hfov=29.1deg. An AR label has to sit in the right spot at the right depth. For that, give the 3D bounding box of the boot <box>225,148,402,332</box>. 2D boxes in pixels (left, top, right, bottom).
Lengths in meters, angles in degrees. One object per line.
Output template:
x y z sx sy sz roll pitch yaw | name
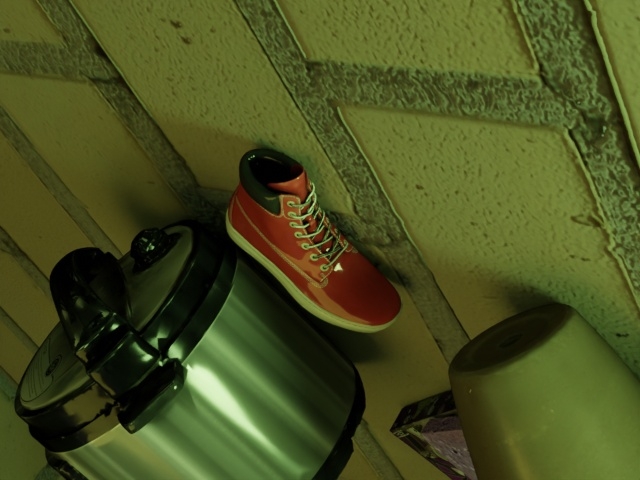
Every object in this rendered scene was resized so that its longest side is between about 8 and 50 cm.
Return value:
0.000 0.000 1.408 0.244 0.088 0.176 36 154 7 | boot

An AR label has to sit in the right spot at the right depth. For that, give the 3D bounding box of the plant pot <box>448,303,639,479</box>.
0.252 0.196 1.296 0.263 0.263 0.229 -15 106 59 | plant pot

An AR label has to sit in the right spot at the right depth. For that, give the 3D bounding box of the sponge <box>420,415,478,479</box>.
0.223 0.262 1.543 0.117 0.031 0.210 42 154 -13 | sponge

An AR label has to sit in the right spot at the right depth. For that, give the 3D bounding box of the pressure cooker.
-0.195 0.176 1.639 0.370 0.375 0.420 -22 120 44 | pressure cooker

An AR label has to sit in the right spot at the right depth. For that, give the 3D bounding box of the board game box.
0.246 0.273 1.623 0.208 0.056 0.347 35 155 -8 | board game box
